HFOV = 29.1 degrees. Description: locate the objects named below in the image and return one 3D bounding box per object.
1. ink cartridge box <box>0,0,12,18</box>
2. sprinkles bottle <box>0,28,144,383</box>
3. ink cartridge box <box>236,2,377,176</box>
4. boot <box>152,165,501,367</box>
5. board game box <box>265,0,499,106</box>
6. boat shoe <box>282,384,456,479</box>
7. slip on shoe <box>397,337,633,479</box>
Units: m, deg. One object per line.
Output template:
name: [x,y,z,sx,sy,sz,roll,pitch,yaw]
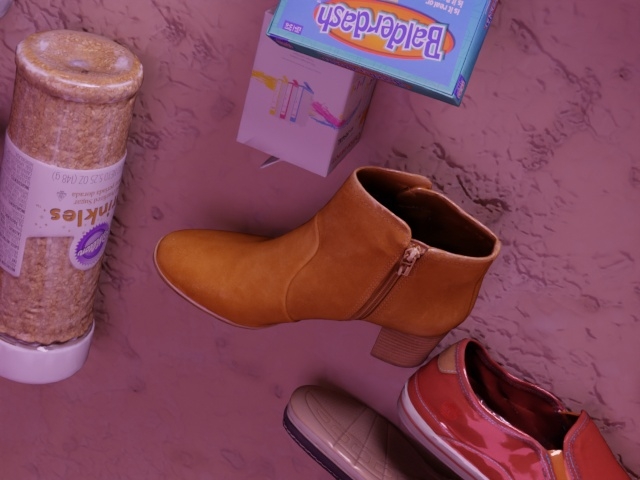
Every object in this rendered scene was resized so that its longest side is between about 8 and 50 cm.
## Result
ink cartridge box: [-0.386,-0.258,1.106,0.160,0.219,0.092,38,120,2]
sprinkles bottle: [-0.264,-0.026,1.223,0.121,0.121,0.355,24,122,12]
ink cartridge box: [-0.007,-0.131,1.075,0.090,0.092,0.143,23,122,12]
boot: [0.000,0.001,1.102,0.295,0.104,0.211,20,141,1]
board game box: [0.069,-0.229,0.962,0.160,0.047,0.210,22,91,13]
boat shoe: [0.070,0.258,1.230,0.285,0.103,0.092,36,119,-3]
slip on shoe: [0.225,0.210,1.131,0.331,0.123,0.101,37,120,9]
